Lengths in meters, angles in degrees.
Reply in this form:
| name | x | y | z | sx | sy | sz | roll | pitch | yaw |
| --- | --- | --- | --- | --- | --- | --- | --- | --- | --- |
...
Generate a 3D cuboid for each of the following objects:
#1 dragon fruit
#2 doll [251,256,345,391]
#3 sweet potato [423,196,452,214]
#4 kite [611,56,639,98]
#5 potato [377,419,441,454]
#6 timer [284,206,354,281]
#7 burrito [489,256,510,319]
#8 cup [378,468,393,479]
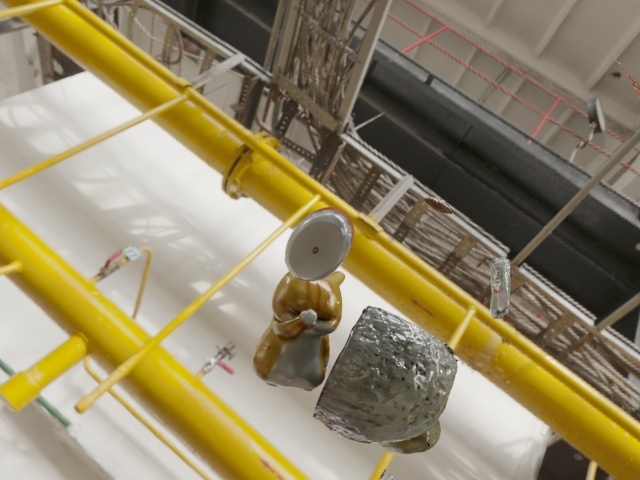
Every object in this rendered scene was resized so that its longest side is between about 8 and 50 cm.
| name | x | y | z | sx | sy | sz | roll | pitch | yaw |
| --- | --- | --- | --- | --- | --- | --- | --- | --- | --- |
| dragon fruit | 0.125 | 0.293 | 0.969 | 0.221 | 0.204 | 0.283 | 22 | -35 | 9 |
| doll | -0.043 | 0.189 | 1.064 | 0.270 | 0.166 | 0.162 | -68 | -154 | 13 |
| sweet potato | 0.277 | -0.085 | 1.190 | 0.095 | 0.034 | 0.034 | 23 | -32 | -31 |
| kite | 0.542 | -0.203 | 0.811 | 0.008 | 0.125 | 0.222 | -33 | -82 | 26 |
| potato | 0.196 | 0.439 | 1.181 | 0.251 | 0.149 | 0.113 | 166 | -88 | -74 |
| timer | 0.000 | 0.000 | 0.832 | 0.099 | 0.136 | 0.136 | 46 | -41 | -10 |
| burrito | 0.503 | 0.131 | 1.411 | 0.064 | 0.203 | 0.064 | 9 | -37 | 7 |
| cup | 0.099 | 0.447 | 0.547 | 0.274 | 0.253 | 0.253 | 36 | -42 | 23 |
